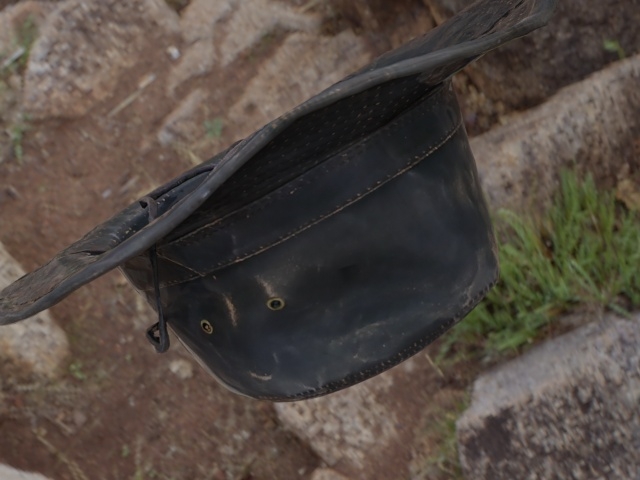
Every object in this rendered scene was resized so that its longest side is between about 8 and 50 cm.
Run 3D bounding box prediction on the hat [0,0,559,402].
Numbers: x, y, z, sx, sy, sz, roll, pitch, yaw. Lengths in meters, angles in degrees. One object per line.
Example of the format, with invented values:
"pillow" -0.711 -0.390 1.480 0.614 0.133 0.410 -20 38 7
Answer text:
"hat" 0.000 0.000 0.613 0.331 0.134 0.331 -30 6 3
